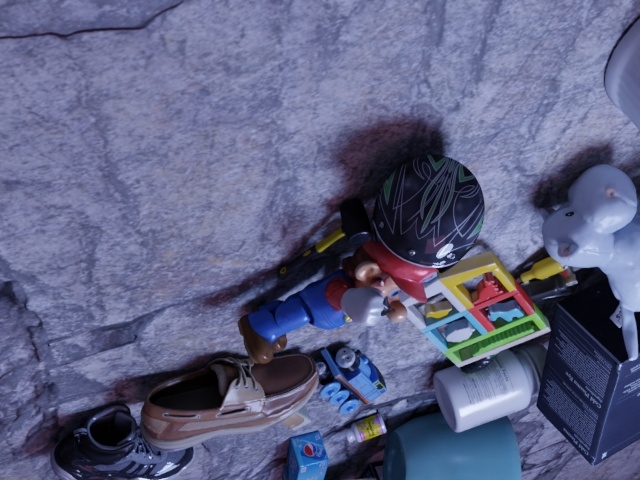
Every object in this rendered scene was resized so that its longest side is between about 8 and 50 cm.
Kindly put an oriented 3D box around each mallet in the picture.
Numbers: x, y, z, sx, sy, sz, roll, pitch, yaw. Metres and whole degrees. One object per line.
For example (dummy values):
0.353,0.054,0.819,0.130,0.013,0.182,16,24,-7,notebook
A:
0.000,0.000,1.572,0.039,0.062,0.189,16,147,-43,mallet

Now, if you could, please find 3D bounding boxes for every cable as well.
0.347,0.089,1.911,0.287,0.072,0.139,-17,159,15,cable

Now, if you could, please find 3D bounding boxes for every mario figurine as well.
0.042,0.109,1.609,0.320,0.198,0.170,-28,126,18,mario figurine

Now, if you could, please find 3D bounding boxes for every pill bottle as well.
0.094,0.399,2.209,0.083,0.043,0.043,-21,148,-2,pill bottle
0.356,0.292,2.123,0.229,0.131,0.131,-18,148,-9,pill bottle

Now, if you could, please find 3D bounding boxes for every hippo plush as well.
0.476,-0.016,1.720,0.236,0.234,0.294,25,116,-12,hippo plush

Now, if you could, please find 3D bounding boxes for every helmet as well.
0.152,-0.038,1.468,0.169,0.169,0.161,-18,168,-6,helmet

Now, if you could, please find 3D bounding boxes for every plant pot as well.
0.268,0.505,2.263,0.235,0.293,0.293,3,143,-12,plant pot

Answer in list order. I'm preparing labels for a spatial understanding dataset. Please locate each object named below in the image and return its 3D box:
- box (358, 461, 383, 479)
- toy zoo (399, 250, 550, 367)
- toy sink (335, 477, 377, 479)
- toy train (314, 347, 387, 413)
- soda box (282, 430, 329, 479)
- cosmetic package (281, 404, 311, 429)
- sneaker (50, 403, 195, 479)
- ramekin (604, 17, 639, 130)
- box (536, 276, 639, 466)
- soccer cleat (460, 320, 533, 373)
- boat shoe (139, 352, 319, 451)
0.195,0.633,2.590,0.257,0.079,0.322,-6,145,-26,box
0.260,0.117,1.837,0.192,0.030,0.293,-25,137,20,toy zoo
0.033,0.629,2.360,0.234,0.131,0.153,-7,147,15,toy sink
0.049,0.253,1.937,0.105,0.080,0.184,-35,145,4,toy train
-0.034,0.491,2.242,0.067,0.071,0.210,-11,147,-16,soda box
-0.066,0.311,1.967,0.041,0.060,0.115,-29,146,12,cosmetic package
-0.327,0.361,1.842,0.268,0.101,0.153,4,142,-32,sneaker
0.552,-0.230,1.456,0.277,0.135,0.277,-15,148,-10,ramekin
0.613,0.210,2.000,0.343,0.179,0.312,-23,137,-21,box
0.334,0.192,2.038,0.179,0.060,0.072,-41,134,17,soccer cleat
-0.151,0.260,1.786,0.324,0.123,0.116,-19,139,-19,boat shoe
